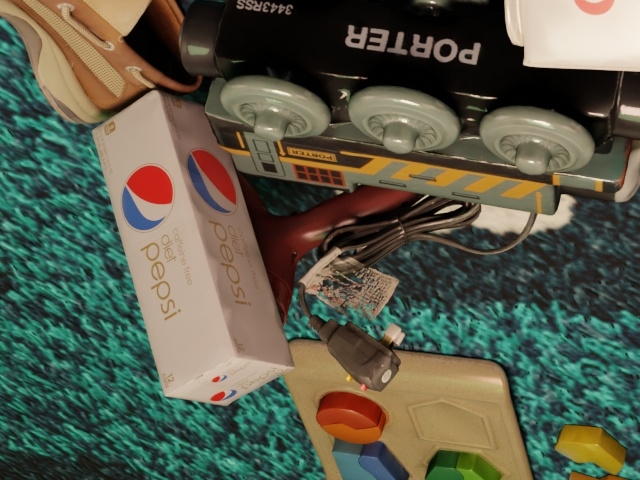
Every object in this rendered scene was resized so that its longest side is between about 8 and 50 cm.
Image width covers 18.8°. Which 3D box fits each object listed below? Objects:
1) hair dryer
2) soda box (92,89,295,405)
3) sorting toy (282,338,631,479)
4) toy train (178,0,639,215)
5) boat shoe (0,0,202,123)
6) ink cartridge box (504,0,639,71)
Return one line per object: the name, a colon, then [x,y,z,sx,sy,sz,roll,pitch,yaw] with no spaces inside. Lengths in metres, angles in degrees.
hair dryer: [0.000,0.000,1.462,0.293,0.223,0.080,24,146,32]
soda box: [-0.092,0.004,1.375,0.069,0.216,0.074,-31,155,27]
sorting toy: [0.126,0.187,1.737,0.307,0.041,0.229,6,141,20]
toy train: [0.072,-0.100,1.328,0.334,0.142,0.190,8,160,11]
boat shoe: [-0.165,-0.195,1.329,0.116,0.123,0.324,-2,154,16]
ink cartridge box: [0.291,-0.232,0.949,0.385,0.160,0.279,4,114,21]
